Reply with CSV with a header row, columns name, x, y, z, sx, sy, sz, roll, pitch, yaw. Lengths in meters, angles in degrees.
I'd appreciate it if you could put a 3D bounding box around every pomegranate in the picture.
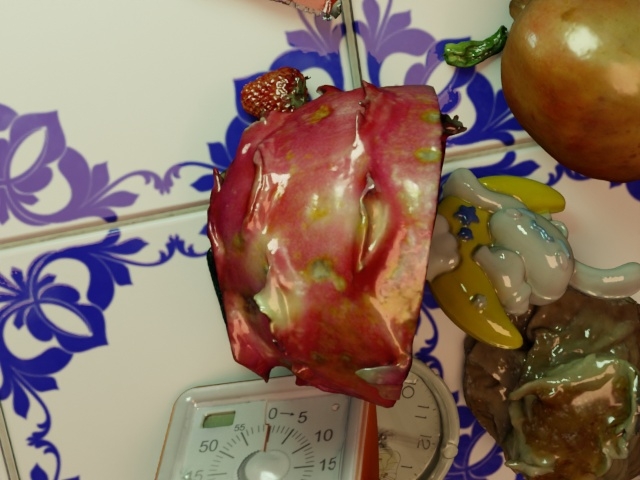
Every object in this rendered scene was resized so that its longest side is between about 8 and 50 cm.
name,x,y,z,sx,sy,sz,roll,pitch,yaw
pomegranate,0.318,-0.202,1.319,0.229,0.270,0.252,-45,143,-2

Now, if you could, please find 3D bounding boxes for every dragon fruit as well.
name,x,y,z,sx,sy,sz,roll,pitch,yaw
dragon fruit,0.000,0.000,1.238,0.249,0.386,0.371,8,126,-2

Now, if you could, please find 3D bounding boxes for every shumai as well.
name,x,y,z,sx,sy,sz,roll,pitch,yaw
shumai,0.345,0.211,1.419,0.267,0.262,0.314,-41,110,2

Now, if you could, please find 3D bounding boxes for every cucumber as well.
name,x,y,z,sx,sy,sz,roll,pitch,yaw
cucumber,-0.113,0.066,1.406,0.032,0.032,0.133,-17,107,-6

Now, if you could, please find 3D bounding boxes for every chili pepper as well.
name,x,y,z,sx,sy,sz,roll,pitch,yaw
chili pepper,0.188,-0.231,1.387,0.091,0.030,0.034,-18,83,-8

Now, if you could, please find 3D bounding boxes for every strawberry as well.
name,x,y,z,sx,sy,sz,roll,pitch,yaw
strawberry,-0.051,-0.166,1.344,0.083,0.073,0.073,1,108,26

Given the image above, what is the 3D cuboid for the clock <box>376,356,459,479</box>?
name,x,y,z,sx,sy,sz,roll,pitch,yaw
clock,0.059,0.244,1.477,0.236,0.053,0.236,-3,103,-11

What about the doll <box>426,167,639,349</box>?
name,x,y,z,sx,sy,sz,roll,pitch,yaw
doll,0.230,0.014,1.377,0.237,0.252,0.111,-29,154,-30

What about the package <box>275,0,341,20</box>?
name,x,y,z,sx,sy,sz,roll,pitch,yaw
package,-0.068,-0.366,1.280,0.269,0.071,0.194,31,83,-14

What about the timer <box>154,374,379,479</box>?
name,x,y,z,sx,sy,sz,roll,pitch,yaw
timer,-0.058,0.278,1.348,0.257,0.250,0.161,-9,147,18
